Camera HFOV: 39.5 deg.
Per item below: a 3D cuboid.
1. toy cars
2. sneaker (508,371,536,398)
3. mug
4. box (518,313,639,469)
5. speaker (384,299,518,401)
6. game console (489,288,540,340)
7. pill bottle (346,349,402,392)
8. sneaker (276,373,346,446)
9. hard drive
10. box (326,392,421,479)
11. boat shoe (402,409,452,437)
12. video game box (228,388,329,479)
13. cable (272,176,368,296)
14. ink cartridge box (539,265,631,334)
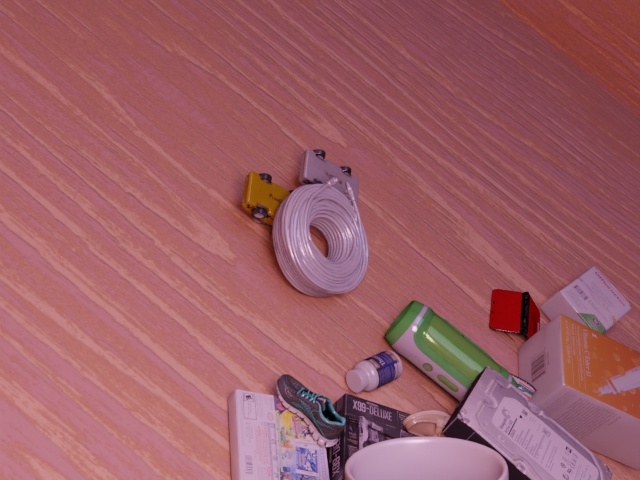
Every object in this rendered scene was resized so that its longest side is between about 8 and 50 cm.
[{"bbox_3d":[-0.055,-0.111,2.102,0.393,0.087,0.176,-28,98,-48],"label":"toy cars"},{"bbox_3d":[0.411,0.333,2.051,0.161,0.075,0.057,27,0,22],"label":"sneaker"},{"bbox_3d":[0.169,0.543,1.468,0.276,0.328,0.374,0,8,18],"label":"mug"},{"bbox_3d":[0.660,0.362,2.113,0.345,0.168,0.215,25,43,-14],"label":"box"},{"bbox_3d":[0.290,0.266,1.979,0.296,0.131,0.131,39,42,2],"label":"speaker"},{"bbox_3d":[0.495,0.202,2.256,0.124,0.085,0.144,54,34,-30],"label":"game console"},{"bbox_3d":[0.112,0.280,1.888,0.120,0.067,0.067,-16,64,-42],"label":"pill bottle"},{"bbox_3d":[-0.013,0.312,1.702,0.166,0.076,0.065,45,40,8],"label":"sneaker"},{"bbox_3d":[0.422,0.422,1.783,0.339,0.064,0.237,40,30,9],"label":"hard drive"},{"bbox_3d":[0.161,0.460,1.757,0.307,0.076,0.242,20,45,-19],"label":"box"},{"bbox_3d":[0.243,0.382,1.778,0.170,0.063,0.059,13,40,-27],"label":"boat shoe"},{"bbox_3d":[-0.079,0.390,1.678,0.187,0.048,0.205,13,48,-23],"label":"video game box"},{"bbox_3d":[0.000,0.000,1.987,0.257,0.089,0.257,-19,89,-48],"label":"cable"},{"bbox_3d":[0.706,0.179,2.361,0.212,0.093,0.154,-26,71,-43],"label":"ink cartridge box"}]
